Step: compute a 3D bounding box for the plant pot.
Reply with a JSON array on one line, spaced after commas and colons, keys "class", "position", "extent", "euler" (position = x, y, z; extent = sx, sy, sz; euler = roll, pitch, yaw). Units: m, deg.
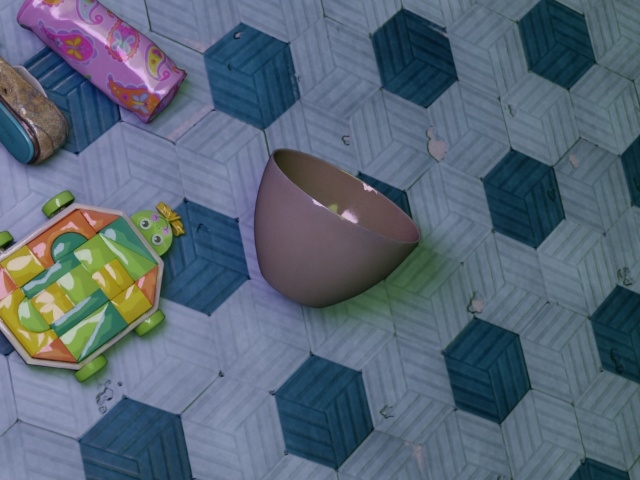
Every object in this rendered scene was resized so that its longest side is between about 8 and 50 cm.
[{"class": "plant pot", "position": [0.000, 0.000, 1.552], "extent": [0.284, 0.284, 0.191], "euler": [26, 108, -13]}]

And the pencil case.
[{"class": "pencil case", "position": [-0.362, -0.321, 1.538], "extent": [0.284, 0.124, 0.124], "euler": [37, 71, -9]}]

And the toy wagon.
[{"class": "toy wagon", "position": [-0.365, 0.048, 1.496], "extent": [0.344, 0.068, 0.267], "euler": [-38, 95, -21]}]

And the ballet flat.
[{"class": "ballet flat", "position": [-0.536, -0.274, 1.480], "extent": [0.123, 0.123, 0.348], "euler": [-43, 95, -21]}]
